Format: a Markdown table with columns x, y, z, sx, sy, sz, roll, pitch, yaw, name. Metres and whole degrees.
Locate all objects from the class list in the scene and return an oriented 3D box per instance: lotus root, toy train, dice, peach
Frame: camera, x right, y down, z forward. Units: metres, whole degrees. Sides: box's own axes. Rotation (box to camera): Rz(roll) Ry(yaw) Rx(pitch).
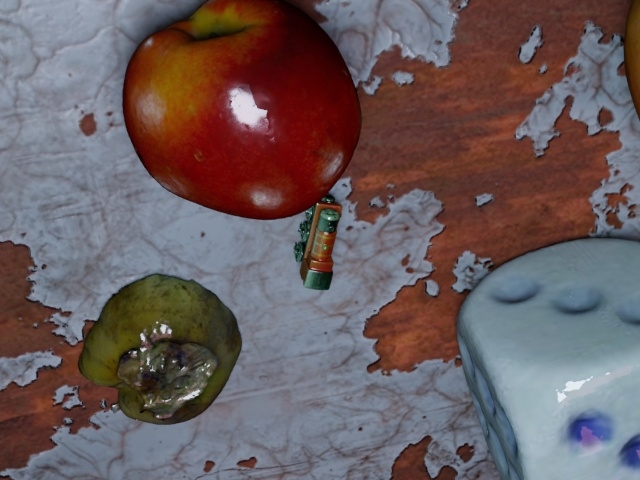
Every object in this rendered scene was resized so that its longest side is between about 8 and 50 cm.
| x | y | z | sx | sy | sz | roll | pitch | yaw | name |
| --- | --- | --- | --- | --- | --- | --- | --- | --- | --- |
| -0.185 | 0.147 | 1.281 | 0.183 | 0.078 | 0.203 | 17 | 114 | -18 | lotus root |
| 0.000 | 0.000 | 1.246 | 0.044 | 0.064 | 0.103 | 8 | 116 | -14 | toy train |
| 0.322 | 0.173 | 1.288 | 0.262 | 0.268 | 0.264 | -17 | 120 | -1 | dice |
| -0.077 | -0.122 | 1.091 | 0.243 | 0.199 | 0.243 | -2 | 126 | -3 | peach |

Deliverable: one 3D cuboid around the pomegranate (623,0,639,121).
| x | y | z | sx | sy | sz | roll | pitch | yaw | name |
| --- | --- | --- | --- | --- | --- | --- | --- | --- | --- |
| 0.461 | -0.183 | 1.102 | 0.319 | 0.319 | 0.319 | -5 | 118 | -9 | pomegranate |
